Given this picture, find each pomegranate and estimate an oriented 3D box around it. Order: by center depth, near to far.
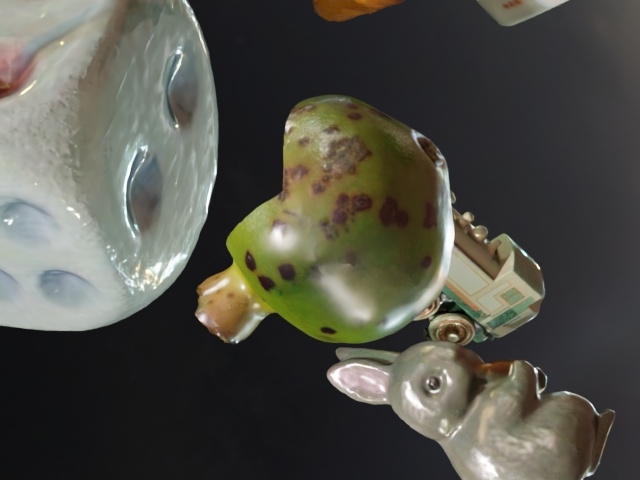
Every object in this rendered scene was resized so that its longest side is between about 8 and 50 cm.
[{"bbox_3d":[0.011,0.006,0.641,0.122,0.169,0.143,36,178,21],"label":"pomegranate"}]

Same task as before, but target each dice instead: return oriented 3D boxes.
[{"bbox_3d":[-0.253,-0.094,0.949,0.265,0.268,0.262,75,-157,-52],"label":"dice"}]

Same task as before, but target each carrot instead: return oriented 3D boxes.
[{"bbox_3d":[0.032,-0.222,0.961,0.072,0.205,0.072,1,-93,-17],"label":"carrot"}]

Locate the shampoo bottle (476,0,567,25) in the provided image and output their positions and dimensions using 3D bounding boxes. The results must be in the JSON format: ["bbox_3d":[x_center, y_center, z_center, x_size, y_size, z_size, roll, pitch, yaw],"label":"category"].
[{"bbox_3d":[0.135,-0.322,0.963,0.284,0.153,0.071,44,-127,-22],"label":"shampoo bottle"}]

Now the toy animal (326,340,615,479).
[{"bbox_3d":[0.124,0.148,0.976,0.251,0.125,0.127,26,-162,9],"label":"toy animal"}]

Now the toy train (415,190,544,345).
[{"bbox_3d":[0.117,0.022,1.044,0.194,0.125,0.081,40,-150,-27],"label":"toy train"}]
